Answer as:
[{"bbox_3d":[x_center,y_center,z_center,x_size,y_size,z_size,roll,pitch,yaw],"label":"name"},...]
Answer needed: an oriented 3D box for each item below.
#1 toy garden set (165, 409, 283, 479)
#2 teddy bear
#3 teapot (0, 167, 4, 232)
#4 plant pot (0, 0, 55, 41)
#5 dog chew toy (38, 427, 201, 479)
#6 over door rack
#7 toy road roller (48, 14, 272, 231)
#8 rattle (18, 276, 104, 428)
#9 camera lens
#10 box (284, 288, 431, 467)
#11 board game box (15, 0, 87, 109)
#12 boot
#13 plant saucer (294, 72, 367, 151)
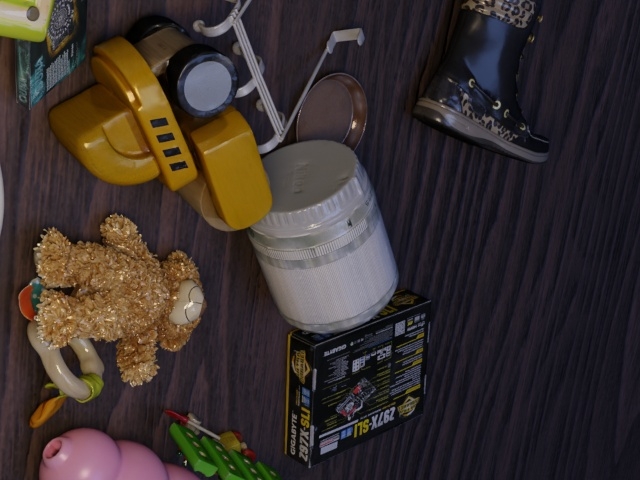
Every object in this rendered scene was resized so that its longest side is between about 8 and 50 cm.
[{"bbox_3d":[-0.169,0.365,1.992,0.244,0.204,0.049,34,96,-39],"label":"toy garden set"},{"bbox_3d":[-0.287,0.082,1.762,0.338,0.113,0.245,33,47,-41],"label":"teddy bear"},{"bbox_3d":[-0.520,-0.056,1.455,0.252,0.187,0.256,64,30,-61],"label":"teapot"},{"bbox_3d":[-0.408,-0.344,1.337,0.227,0.207,0.228,5,102,-46],"label":"plant pot"},{"bbox_3d":[-0.307,0.408,1.858,0.207,0.206,0.332,-53,129,-16],"label":"dog chew toy"},{"bbox_3d":[-0.070,-0.324,1.867,0.324,0.108,0.240,-54,139,-35],"label":"over door rack"},{"bbox_3d":[-0.234,-0.141,1.704,0.240,0.202,0.330,-31,128,-15],"label":"toy road roller"},{"bbox_3d":[-0.420,0.164,1.756,0.200,0.142,0.130,51,36,-29],"label":"rattle"},{"bbox_3d":[0.000,0.000,1.977,0.219,0.219,0.274,-41,132,-27],"label":"camera lens"},{"bbox_3d":[0.075,0.256,2.270,0.322,0.079,0.257,-18,121,-40],"label":"box"},{"bbox_3d":[-0.351,-0.274,1.558,0.126,0.026,0.186,-52,167,-37],"label":"board game box"},{"bbox_3d":[0.350,-0.312,2.275,0.377,0.138,0.284,15,96,-42],"label":"boot"},{"bbox_3d":[0.013,-0.206,2.044,0.168,0.029,0.169,-19,119,-39],"label":"plant saucer"}]
